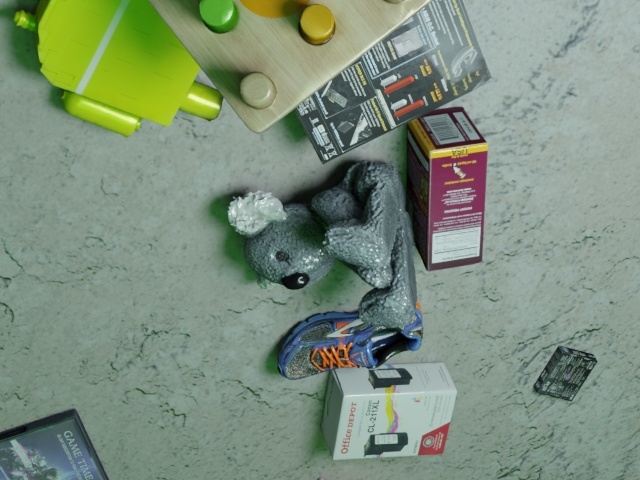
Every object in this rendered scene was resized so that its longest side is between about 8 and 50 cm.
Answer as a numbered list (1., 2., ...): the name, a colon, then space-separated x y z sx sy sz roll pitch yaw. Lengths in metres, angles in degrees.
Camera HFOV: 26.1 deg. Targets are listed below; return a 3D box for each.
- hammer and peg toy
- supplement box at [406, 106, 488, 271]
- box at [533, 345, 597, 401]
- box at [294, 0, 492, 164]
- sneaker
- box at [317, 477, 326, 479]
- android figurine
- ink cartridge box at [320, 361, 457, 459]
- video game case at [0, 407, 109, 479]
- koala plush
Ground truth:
1. hammer and peg toy: -0.075 -0.331 1.466 0.266 0.127 0.361 -37 90 3
2. supplement box: 0.165 -0.067 1.819 0.081 0.104 0.188 -9 125 -10
3. box: 0.375 0.204 2.108 0.067 0.018 0.083 15 118 -23
4. box: 0.047 -0.267 1.653 0.243 0.076 0.307 -27 132 3
5. sneaker: 0.044 0.145 1.938 0.221 0.087 0.083 -22 125 0
6. box: -0.031 0.537 2.139 0.142 0.154 0.300 33 110 -31
7. android figurine: -0.222 -0.239 1.630 0.273 0.056 0.248 18 117 -25
8. ink cartridge box: 0.099 0.252 2.033 0.175 0.072 0.127 -1 124 -15
9. video game case: -0.451 0.359 1.987 0.274 0.026 0.196 -19 126 -3
10. koala plush: 0.000 0.000 1.800 0.221 0.203 0.196 -9 140 16
